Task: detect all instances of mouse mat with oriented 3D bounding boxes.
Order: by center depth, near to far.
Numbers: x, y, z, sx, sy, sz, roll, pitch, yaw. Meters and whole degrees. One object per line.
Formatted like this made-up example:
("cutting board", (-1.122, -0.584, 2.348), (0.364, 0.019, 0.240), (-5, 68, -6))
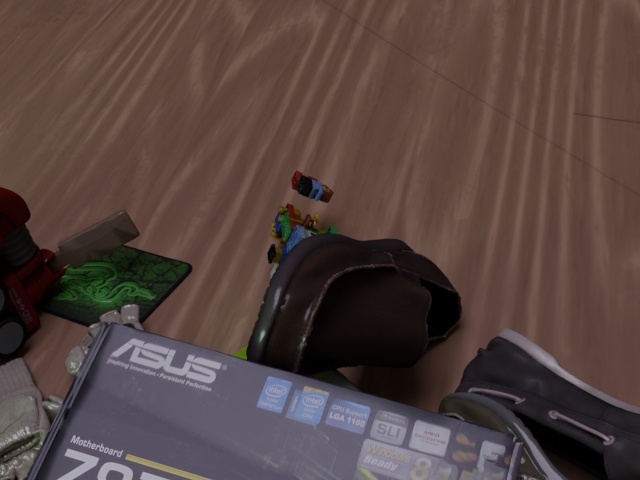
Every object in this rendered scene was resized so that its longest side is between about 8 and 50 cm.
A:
("mouse mat", (-0.288, 0.061, 1.357), (0.189, 0.007, 0.152), (13, 45, 32))

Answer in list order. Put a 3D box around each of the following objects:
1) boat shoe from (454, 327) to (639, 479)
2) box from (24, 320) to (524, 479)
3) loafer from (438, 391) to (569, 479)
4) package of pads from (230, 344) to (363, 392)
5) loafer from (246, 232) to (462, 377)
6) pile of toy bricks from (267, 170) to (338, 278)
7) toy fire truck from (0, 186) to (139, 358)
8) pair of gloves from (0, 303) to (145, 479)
("boat shoe", (0.261, 0.196, 0.935), (0.095, 0.112, 0.335), (-46, 39, -10))
("box", (-0.060, 0.267, 0.816), (0.395, 0.097, 0.318), (15, 59, 12))
("loafer", (0.174, 0.235, 0.912), (0.087, 0.094, 0.251), (-26, 39, -19))
("package of pads", (-0.087, 0.232, 0.997), (0.296, 0.101, 0.229), (-31, 41, -21))
("loafer", (0.056, 0.068, 1.030), (0.130, 0.134, 0.366), (26, 20, 24))
("pile of toy bricks", (0.000, 0.000, 1.279), (0.105, 0.118, 0.212), (22, 23, -15))
("toy fire truck", (-0.386, 0.006, 1.287), (0.158, 0.217, 0.246), (15, 46, 34))
("pair of gloves", (-0.305, 0.181, 1.183), (0.240, 0.042, 0.204), (-22, 38, -8))
